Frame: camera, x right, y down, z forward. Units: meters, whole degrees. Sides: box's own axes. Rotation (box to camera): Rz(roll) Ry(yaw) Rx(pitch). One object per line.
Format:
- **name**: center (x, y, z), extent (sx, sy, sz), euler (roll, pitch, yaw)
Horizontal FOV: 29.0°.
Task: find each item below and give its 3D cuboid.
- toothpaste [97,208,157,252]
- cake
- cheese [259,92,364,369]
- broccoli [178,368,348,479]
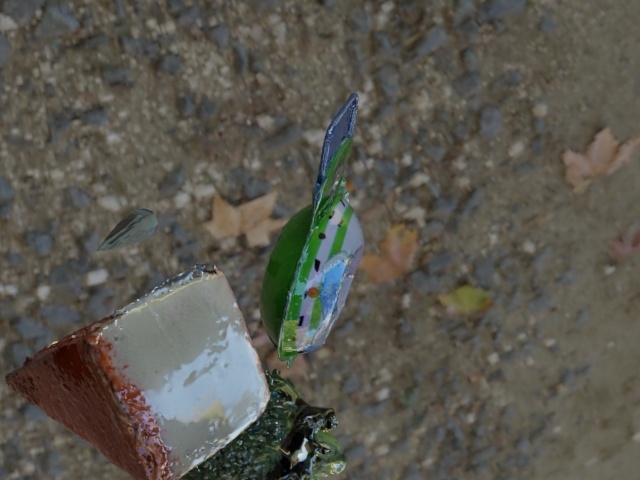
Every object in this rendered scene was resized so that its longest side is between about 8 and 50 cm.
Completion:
- **toothpaste**: center (-0.212, -0.015, 1.412), extent (0.062, 0.216, 0.037), euler (-40, 94, 4)
- **cake**: center (-0.170, 0.140, 1.177), extent (0.158, 0.159, 0.262), euler (-31, -177, -32)
- **cheese**: center (0.000, 0.000, 1.289), extent (0.083, 0.204, 0.320), euler (20, 128, 10)
- **broccoli**: center (-0.051, 0.283, 1.590), extent (0.247, 0.263, 0.243), euler (-26, 160, 31)
